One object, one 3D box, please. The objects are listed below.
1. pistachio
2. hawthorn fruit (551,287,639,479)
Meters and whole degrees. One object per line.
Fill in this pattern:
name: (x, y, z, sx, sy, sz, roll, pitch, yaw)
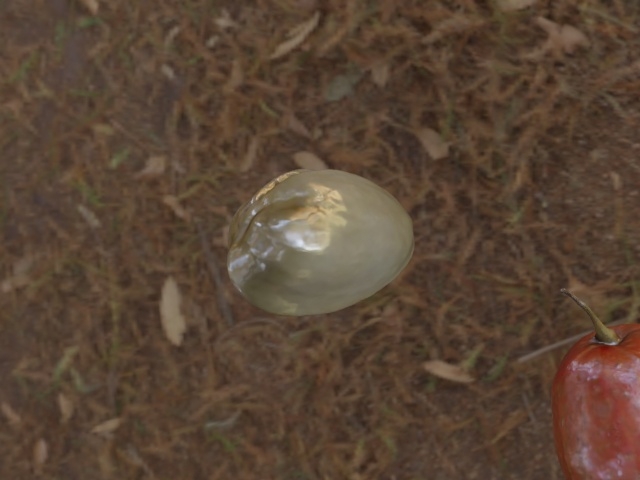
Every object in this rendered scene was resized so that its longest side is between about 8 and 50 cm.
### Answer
pistachio: (0.000, 0.000, 0.875, 0.113, 0.149, 0.113, -179, 90, -67)
hawthorn fruit: (0.258, 0.128, 0.983, 0.162, 0.162, 0.204, -18, 86, 35)
